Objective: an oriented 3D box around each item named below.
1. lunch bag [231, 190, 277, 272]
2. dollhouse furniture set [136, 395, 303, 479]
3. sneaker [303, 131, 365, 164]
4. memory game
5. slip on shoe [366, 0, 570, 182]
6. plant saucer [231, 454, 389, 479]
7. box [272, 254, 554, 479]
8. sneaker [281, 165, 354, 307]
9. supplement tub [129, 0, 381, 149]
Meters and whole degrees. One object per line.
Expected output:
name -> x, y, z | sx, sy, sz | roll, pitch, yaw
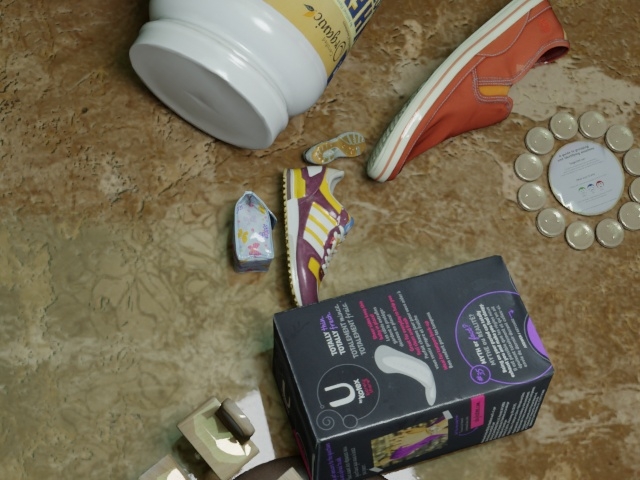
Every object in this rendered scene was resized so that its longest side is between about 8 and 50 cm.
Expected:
lunch bag -> -0.078, -0.010, 1.491 | 0.053, 0.071, 0.083 | -4, 75, -8
dollhouse furniture set -> -0.145, 0.376, 1.276 | 0.355, 0.174, 0.303 | -38, 83, -16
sneaker -> 0.016, -0.112, 1.553 | 0.083, 0.037, 0.032 | -15, 98, -34
memory game -> 0.330, -0.076, 1.599 | 0.186, 0.012, 0.186 | 2, 75, -7
slip on shoe -> 0.183, -0.177, 1.555 | 0.331, 0.123, 0.101 | -43, 88, -21
plant saucer -> -0.007, 0.390, 1.408 | 0.310, 0.050, 0.311 | 2, 76, -7
box -> 0.096, 0.146, 1.418 | 0.270, 0.143, 0.165 | -14, 58, -11
sneaker -> 0.000, 0.000, 1.501 | 0.084, 0.069, 0.185 | -4, 77, -4
supplement tub -> -0.057, -0.286, 1.486 | 0.228, 0.228, 0.316 | 31, 73, 1
